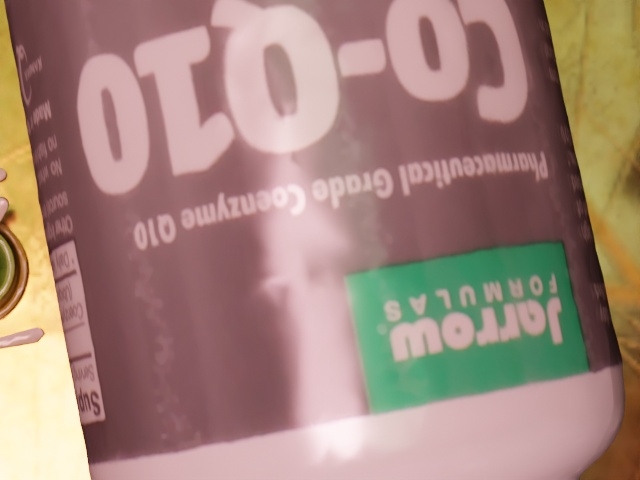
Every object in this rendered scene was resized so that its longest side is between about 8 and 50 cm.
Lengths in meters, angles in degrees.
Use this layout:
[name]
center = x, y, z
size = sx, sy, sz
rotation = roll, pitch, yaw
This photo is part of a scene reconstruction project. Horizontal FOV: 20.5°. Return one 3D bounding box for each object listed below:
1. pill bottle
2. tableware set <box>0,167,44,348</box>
[pill bottle]
center = 0.000, 0.000, 0.668
size = 0.204, 0.204, 0.361
rotation = -11, 86, -6
[tableware set]
center = -0.183, -0.015, 0.744
size = 0.104, 0.024, 0.154
rotation = -15, 86, -6
